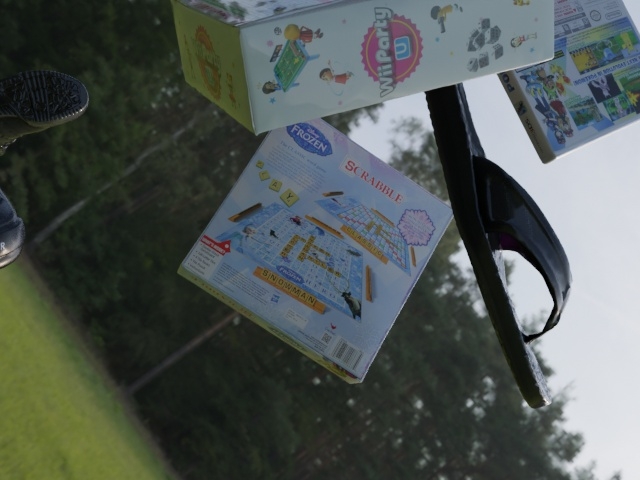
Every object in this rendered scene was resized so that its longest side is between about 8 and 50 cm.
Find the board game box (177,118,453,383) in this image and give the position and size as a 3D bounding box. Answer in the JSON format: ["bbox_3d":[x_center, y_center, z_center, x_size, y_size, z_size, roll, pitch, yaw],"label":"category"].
[{"bbox_3d":[0.000,0.000,1.367,0.318,0.318,0.066,34,-18,-6],"label":"board game box"}]

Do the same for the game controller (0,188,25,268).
[{"bbox_3d":[-0.327,-0.004,0.475,0.166,0.319,0.067,21,-67,34],"label":"game controller"}]

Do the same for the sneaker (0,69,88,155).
[{"bbox_3d":[-0.296,-0.108,0.813,0.089,0.170,0.051,130,-53,-73],"label":"sneaker"}]

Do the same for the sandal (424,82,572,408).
[{"bbox_3d":[0.218,-0.028,1.048,0.167,0.107,0.446,18,57,-72],"label":"sandal"}]

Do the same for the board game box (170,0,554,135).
[{"bbox_3d":[0.034,-0.207,0.858,0.224,0.303,0.098,-138,-144,-58],"label":"board game box"}]

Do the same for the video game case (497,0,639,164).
[{"bbox_3d":[0.396,-0.302,1.417,0.036,0.329,0.300,-32,-97,56],"label":"video game case"}]
